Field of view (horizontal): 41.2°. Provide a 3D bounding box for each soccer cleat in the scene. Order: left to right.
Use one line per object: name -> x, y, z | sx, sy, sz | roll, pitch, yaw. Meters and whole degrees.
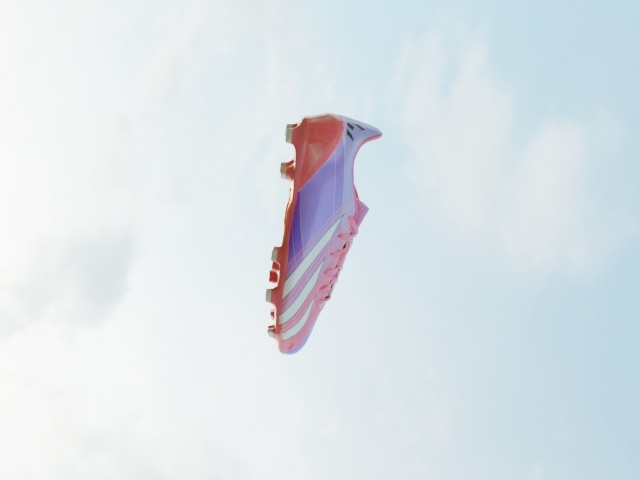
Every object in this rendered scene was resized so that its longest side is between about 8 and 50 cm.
soccer cleat -> 0.000, 0.000, 0.828 | 0.083, 0.095, 0.248 | -92, -173, -75
